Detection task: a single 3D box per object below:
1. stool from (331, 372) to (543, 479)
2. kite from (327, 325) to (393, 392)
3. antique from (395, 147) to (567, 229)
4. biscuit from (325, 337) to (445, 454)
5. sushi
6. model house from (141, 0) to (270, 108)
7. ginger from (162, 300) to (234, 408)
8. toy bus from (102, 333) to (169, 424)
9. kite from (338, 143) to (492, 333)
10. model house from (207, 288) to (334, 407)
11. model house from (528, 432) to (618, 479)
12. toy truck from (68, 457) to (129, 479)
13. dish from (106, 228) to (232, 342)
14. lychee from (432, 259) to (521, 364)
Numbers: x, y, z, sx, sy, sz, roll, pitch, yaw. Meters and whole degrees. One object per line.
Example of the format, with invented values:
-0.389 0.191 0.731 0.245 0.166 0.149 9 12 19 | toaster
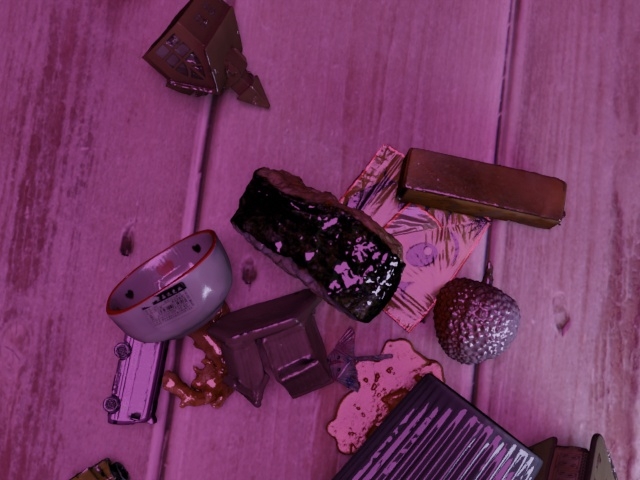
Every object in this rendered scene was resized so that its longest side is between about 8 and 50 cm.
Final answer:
0.181 0.428 1.425 0.297 0.297 0.330 37 89 5 | stool
0.066 0.222 1.580 0.153 0.005 0.137 -18 58 20 | kite
0.306 -0.095 1.591 0.310 0.093 0.087 11 77 -1 | antique
0.122 0.308 1.580 0.184 0.035 0.249 34 84 8 | biscuit
0.000 0.000 1.513 0.350 0.211 0.170 33 85 33 | sushi
-0.204 -0.329 1.631 0.248 0.180 0.176 41 128 -19 | model house
-0.218 0.225 1.592 0.193 0.052 0.176 -39 94 -16 | ginger
-0.343 0.260 1.572 0.098 0.087 0.178 11 82 -1 | toy bus
0.174 -0.010 1.632 0.328 0.013 0.377 -10 82 -1 | kite
-0.078 0.208 1.552 0.229 0.122 0.188 -18 94 -8 | model house
0.382 0.474 1.520 0.279 0.218 0.204 -4 125 31 | model house
-0.376 0.522 1.498 0.128 0.135 0.259 -33 66 -2 | toy truck
-0.261 0.098 1.530 0.256 0.256 0.117 -33 110 -3 | dish
0.288 0.134 1.534 0.165 0.165 0.197 21 93 4 | lychee
